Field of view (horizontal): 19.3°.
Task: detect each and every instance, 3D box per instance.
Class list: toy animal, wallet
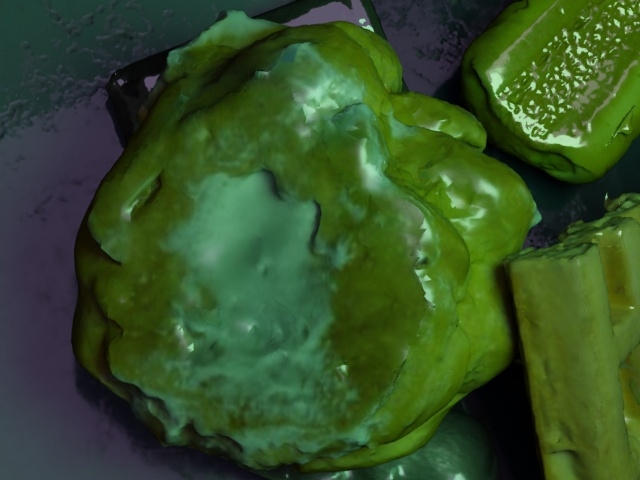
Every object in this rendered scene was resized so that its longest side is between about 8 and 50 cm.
[{"bbox_3d":[0.032,0.192,1.573,0.236,0.108,0.138,8,48,8],"label":"toy animal"},{"bbox_3d":[-0.048,-0.112,1.632,0.245,0.052,0.168,-21,93,-5],"label":"wallet"}]

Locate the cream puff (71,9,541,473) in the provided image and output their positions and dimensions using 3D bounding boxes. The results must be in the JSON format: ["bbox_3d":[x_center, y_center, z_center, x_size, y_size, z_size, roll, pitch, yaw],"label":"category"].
[{"bbox_3d":[0.000,0.000,1.491,0.378,0.275,0.378,1,93,19],"label":"cream puff"}]

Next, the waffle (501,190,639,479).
[{"bbox_3d":[0.283,0.098,1.495,0.348,0.077,0.304,-29,114,-43],"label":"waffle"}]

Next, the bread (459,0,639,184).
[{"bbox_3d":[0.275,-0.220,1.657,0.166,0.112,0.383,40,78,-3],"label":"bread"}]
